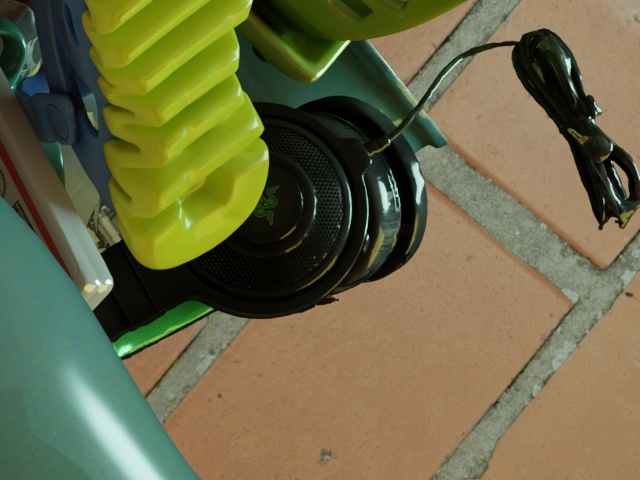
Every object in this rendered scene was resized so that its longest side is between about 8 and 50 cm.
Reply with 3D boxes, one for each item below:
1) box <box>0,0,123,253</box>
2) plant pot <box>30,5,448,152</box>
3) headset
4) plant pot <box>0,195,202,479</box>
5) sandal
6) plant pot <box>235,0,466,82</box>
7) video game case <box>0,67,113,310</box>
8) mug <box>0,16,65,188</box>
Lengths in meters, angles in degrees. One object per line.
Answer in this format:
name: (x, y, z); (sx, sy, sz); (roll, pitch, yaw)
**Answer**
box: (-0.201, -0.024, 1.231); (0.183, 0.231, 0.056); (-50, -143, -13)
plant pot: (-0.132, -0.101, 1.465); (0.334, 0.341, 0.341); (-40, -172, 4)
headset: (0.000, 0.000, 1.129); (0.394, 0.185, 0.243); (-33, 175, 20)
plant pot: (-0.179, 0.093, 0.658); (0.272, 0.255, 0.271); (-49, -173, 9)
sandal: (-0.104, -0.126, 0.917); (0.126, 0.138, 0.317); (-33, 149, -33)
plant pot: (0.010, -0.243, 1.063); (0.207, 0.227, 0.228); (-33, -163, 47)
video game case: (-0.245, 0.034, 1.005); (0.285, 0.204, 0.025); (-45, 151, 27)
mug: (-0.230, -0.049, 1.088); (0.097, 0.158, 0.129); (-7, 174, -35)
